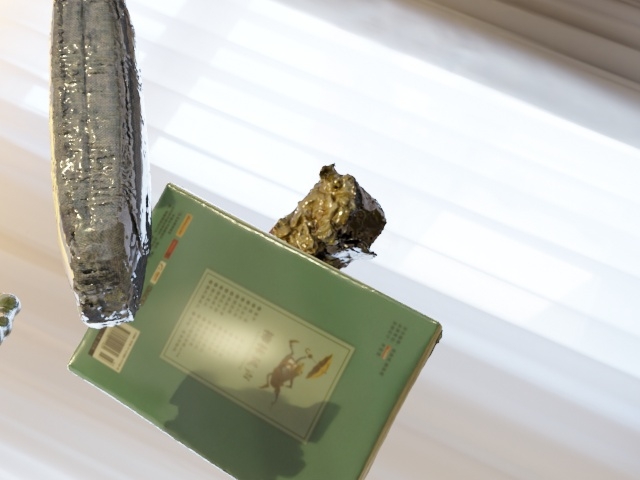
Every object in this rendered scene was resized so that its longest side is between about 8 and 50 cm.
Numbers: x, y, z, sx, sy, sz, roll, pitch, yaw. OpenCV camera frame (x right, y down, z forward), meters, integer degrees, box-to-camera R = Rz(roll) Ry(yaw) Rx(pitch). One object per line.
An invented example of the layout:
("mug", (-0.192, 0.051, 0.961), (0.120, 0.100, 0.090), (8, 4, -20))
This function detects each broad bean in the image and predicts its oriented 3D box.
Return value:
("broad bean", (-0.497, 0.124, 1.188), (0.052, 0.053, 0.256), (-55, 19, 3))

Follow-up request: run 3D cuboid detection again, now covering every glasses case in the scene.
("glasses case", (-0.154, -0.077, 0.540), (0.109, 0.067, 0.282), (107, 157, -64))

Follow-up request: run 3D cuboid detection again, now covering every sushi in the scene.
("sushi", (0.000, 0.000, 1.208), (0.212, 0.147, 0.115), (-42, -37, 8))

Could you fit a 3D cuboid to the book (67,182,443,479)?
("book", (-0.085, 0.123, 0.882), (0.264, 0.379, 0.031), (-61, -19, -2))
